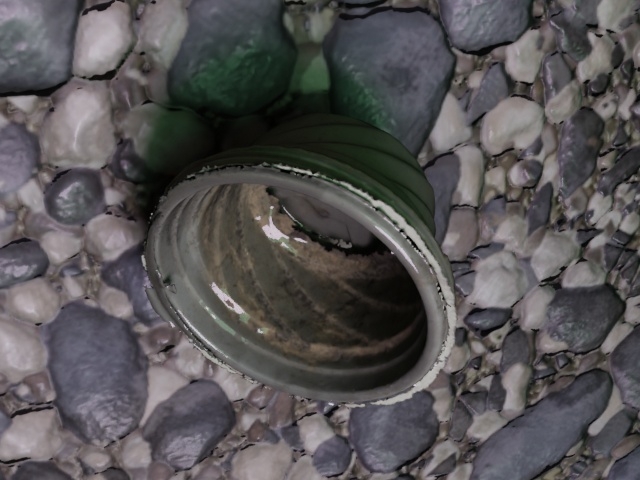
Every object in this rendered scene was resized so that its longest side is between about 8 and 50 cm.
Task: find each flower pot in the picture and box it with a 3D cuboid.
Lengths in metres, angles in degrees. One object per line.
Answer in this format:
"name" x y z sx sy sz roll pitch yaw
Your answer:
"flower pot" 0.000 0.000 0.787 0.236 0.140 0.235 13 133 14
